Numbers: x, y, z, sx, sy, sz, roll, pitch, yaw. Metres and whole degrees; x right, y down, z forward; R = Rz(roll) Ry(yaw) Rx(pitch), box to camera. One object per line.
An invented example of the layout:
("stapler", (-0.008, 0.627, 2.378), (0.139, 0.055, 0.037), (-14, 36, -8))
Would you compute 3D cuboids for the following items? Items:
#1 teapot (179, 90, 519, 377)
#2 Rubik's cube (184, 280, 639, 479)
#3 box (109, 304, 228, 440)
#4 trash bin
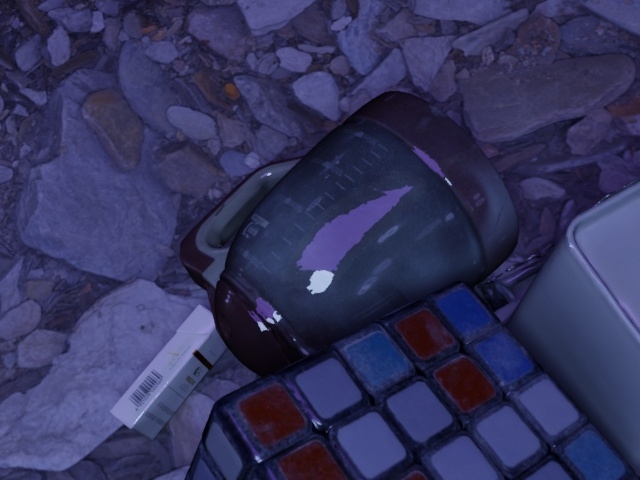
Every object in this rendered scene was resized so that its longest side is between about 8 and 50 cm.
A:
("teapot", (0.000, 0.000, 0.922), (0.312, 0.233, 0.315), (-38, 44, -15))
("Rubik's cube", (0.067, 0.259, 0.724), (0.292, 0.287, 0.293), (-20, 61, -35))
("box", (-0.167, 0.154, 0.957), (0.040, 0.084, 0.154), (33, 75, 21))
("trash bin", (0.306, 0.068, 0.775), (0.255, 0.368, 0.296), (-27, 66, -4))
